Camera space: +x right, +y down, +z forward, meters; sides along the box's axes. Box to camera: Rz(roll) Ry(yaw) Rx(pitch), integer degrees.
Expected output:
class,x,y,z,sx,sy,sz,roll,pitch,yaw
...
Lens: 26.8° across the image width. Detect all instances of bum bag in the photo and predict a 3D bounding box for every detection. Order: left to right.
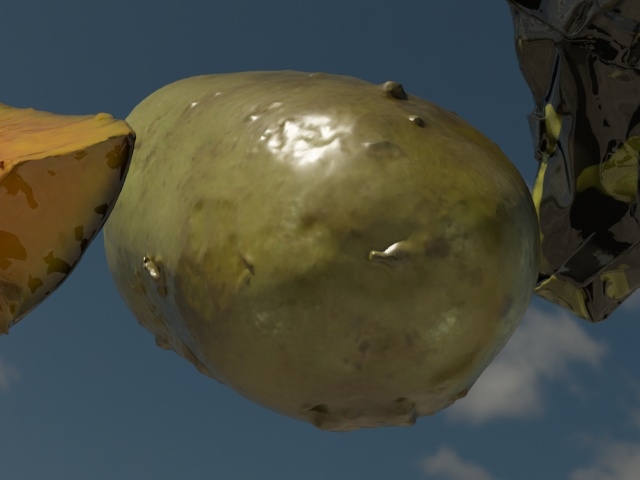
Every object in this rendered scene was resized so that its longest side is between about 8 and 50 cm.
class,x,y,z,sx,sy,sz,roll,pitch,yaw
bum bag,0.163,-0.064,0.829,0.107,0.232,0.060,-4,5,38

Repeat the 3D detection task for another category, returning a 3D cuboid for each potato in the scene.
class,x,y,z,sx,sy,sz,roll,pitch,yaw
potato,0.000,0.000,0.691,0.210,0.173,0.307,14,6,-20

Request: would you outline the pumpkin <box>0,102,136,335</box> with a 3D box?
class,x,y,z,sx,sy,sz,roll,pitch,yaw
pumpkin,-0.205,0.034,0.340,0.190,0.280,0.139,37,-9,-27
